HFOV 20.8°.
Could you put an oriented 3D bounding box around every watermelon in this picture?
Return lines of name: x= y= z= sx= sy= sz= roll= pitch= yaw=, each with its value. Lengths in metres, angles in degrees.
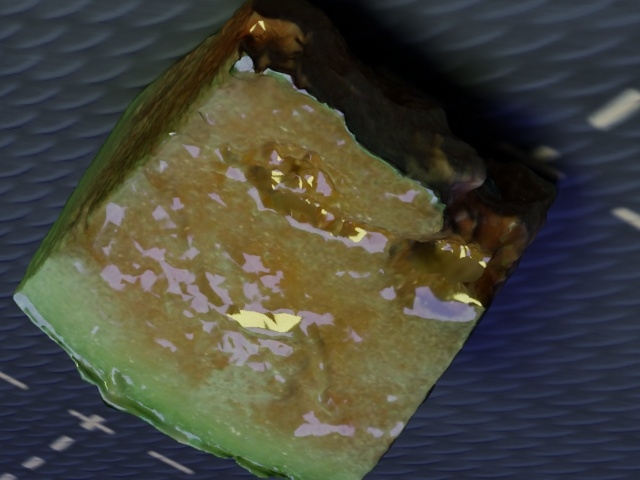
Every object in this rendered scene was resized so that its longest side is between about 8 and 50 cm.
watermelon: x=0.000 y=-0.006 z=1.031 sx=0.264 sy=0.151 sz=0.302 roll=31 pitch=133 yaw=-14
